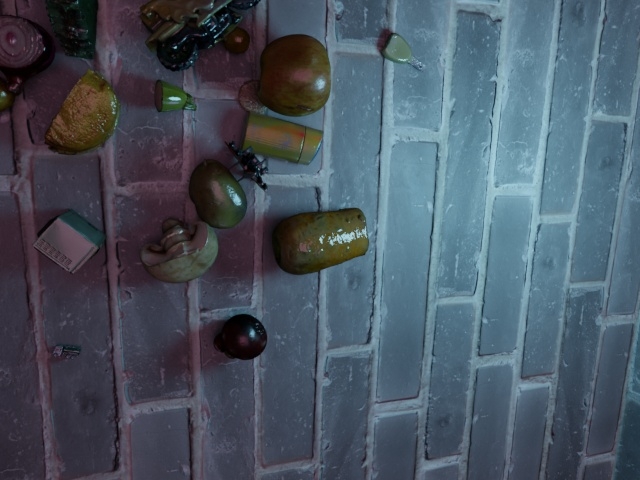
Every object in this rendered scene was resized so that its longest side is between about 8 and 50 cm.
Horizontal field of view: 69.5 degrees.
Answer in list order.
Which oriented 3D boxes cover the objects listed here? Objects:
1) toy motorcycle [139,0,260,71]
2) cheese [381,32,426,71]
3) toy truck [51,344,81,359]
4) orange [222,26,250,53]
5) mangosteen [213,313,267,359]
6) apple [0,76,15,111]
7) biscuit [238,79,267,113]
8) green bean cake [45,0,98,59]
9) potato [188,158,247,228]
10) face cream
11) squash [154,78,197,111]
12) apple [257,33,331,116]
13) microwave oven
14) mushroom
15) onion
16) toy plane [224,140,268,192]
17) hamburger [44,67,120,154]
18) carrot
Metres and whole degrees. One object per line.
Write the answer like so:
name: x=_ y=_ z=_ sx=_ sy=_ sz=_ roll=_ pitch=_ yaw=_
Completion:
toy motorcycle: x=-0.379 y=-0.713 z=1.429 sx=0.237 sy=0.168 sz=0.410 roll=40 pitch=81 yaw=12
cheese: x=0.324 y=-0.700 z=1.749 sx=0.192 sy=0.037 sz=0.096 roll=27 pitch=92 yaw=-20
toy truck: x=-0.866 y=0.379 z=1.572 sx=0.084 sy=0.039 sz=0.044 roll=16 pitch=79 yaw=-21
orange: x=-0.283 y=-0.668 z=1.536 sx=0.095 sy=0.085 sz=0.085 roll=10 pitch=97 yaw=-15
mangosteen: x=-0.296 y=0.362 z=1.695 sx=0.200 sy=0.200 sz=0.199 roll=-3 pitch=101 yaw=-17
apple: x=-0.965 y=-0.434 z=1.351 sx=0.102 sy=0.099 sz=0.114 roll=-47 pitch=114 yaw=-2
biscuit: x=-0.230 y=-0.504 z=1.619 sx=0.120 sy=0.015 sz=0.120 roll=-4 pitch=102 yaw=-18
green bean cake: x=-0.721 y=-0.647 z=1.333 sx=0.107 sy=0.208 sz=0.193 roll=6 pitch=97 yaw=-16
potato: x=-0.353 y=-0.161 z=1.567 sx=0.175 sy=0.159 sz=0.251 roll=-25 pitch=119 yaw=-13
face cream: x=-0.135 y=-0.359 z=1.650 sx=0.285 sy=0.067 sz=0.139 roll=10 pitch=100 yaw=-20
squash: x=-0.468 y=-0.469 z=1.518 sx=0.132 sy=0.105 sz=0.104 roll=-3 pitch=102 yaw=-31
apple: x=-0.096 y=-0.544 z=1.532 sx=0.265 sy=0.264 sz=0.264 roll=-3 pitch=101 yaw=-17
microwave oven: x=-0.779 y=0.004 z=1.438 sx=0.163 sy=0.205 sz=0.129 roll=42 pitch=86 yaw=-19
mushroom: x=-0.472 y=0.043 z=1.576 sx=0.254 sy=0.195 sz=0.188 roll=-24 pitch=140 yaw=-12
onion: x=-0.875 y=-0.530 z=1.340 sx=0.196 sy=0.140 sz=0.217 roll=0 pitch=101 yaw=-14
toy plane: x=-0.226 y=-0.239 z=1.505 sx=0.104 sy=0.326 sz=0.222 roll=-41 pitch=110 yaw=-10
hamburger: x=-0.716 y=-0.371 z=1.423 sx=0.157 sy=0.144 sz=0.282 roll=32 pitch=94 yaw=-28
carrot: x=0.000 y=0.000 z=1.682 sx=0.341 sy=0.224 sz=0.223 roll=-10 pitch=103 yaw=-19
